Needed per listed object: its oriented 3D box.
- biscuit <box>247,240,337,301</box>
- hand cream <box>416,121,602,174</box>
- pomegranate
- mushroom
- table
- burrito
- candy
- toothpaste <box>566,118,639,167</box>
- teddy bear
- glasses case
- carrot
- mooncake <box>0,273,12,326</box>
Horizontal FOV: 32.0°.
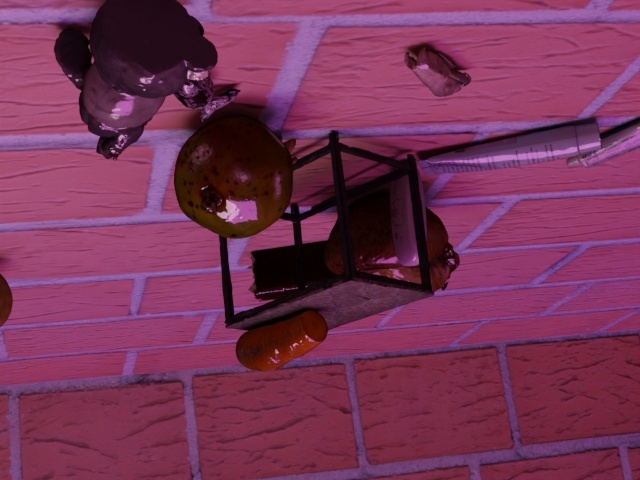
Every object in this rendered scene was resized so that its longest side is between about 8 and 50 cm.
[{"bbox_3d":[-0.042,0.068,2.538,0.252,0.106,0.070,-9,162,1],"label":"biscuit"},{"bbox_3d":[0.347,-0.158,2.049,0.331,0.058,0.085,-12,165,14],"label":"hand cream"},{"bbox_3d":[-0.115,-0.107,1.799,0.246,0.198,0.198,-12,168,-33],"label":"pomegranate"},{"bbox_3d":[0.149,0.007,2.268,0.283,0.195,0.263,22,158,-29],"label":"mushroom"},{"bbox_3d":[0.000,0.000,2.041,0.222,0.272,0.335,11,156,-44],"label":"table"},{"bbox_3d":[0.174,-0.253,1.684,0.055,0.041,0.149,-31,155,24],"label":"burrito"},{"bbox_3d":[-0.181,-0.225,1.601,0.094,0.051,0.226,-14,162,10],"label":"candy"},{"bbox_3d":[0.574,-0.191,2.065,0.268,0.047,0.069,-23,117,36],"label":"toothpaste"},{"bbox_3d":[-0.247,-0.229,1.425,0.144,0.171,0.251,-44,-172,-34],"label":"teddy bear"},{"bbox_3d":[0.164,-0.048,2.094,0.049,0.194,0.074,1,168,-26],"label":"glasses case"},{"bbox_3d":[-0.072,0.186,2.011,0.087,0.087,0.193,9,159,-44],"label":"carrot"},{"bbox_3d":[-0.755,0.134,2.259,0.234,0.235,0.117,1,165,-28],"label":"mooncake"}]
